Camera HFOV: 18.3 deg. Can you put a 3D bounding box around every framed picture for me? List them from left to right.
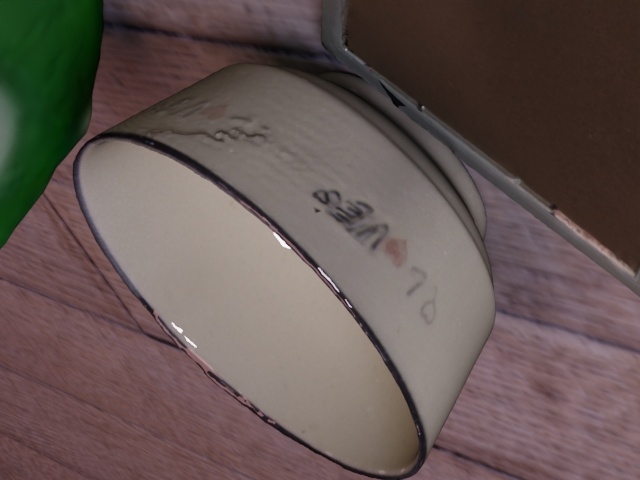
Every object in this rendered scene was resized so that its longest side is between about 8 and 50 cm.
[{"bbox_3d":[0.088,-0.094,0.842,0.216,0.016,0.273,39,159,14],"label":"framed picture"}]

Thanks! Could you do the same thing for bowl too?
[{"bbox_3d":[0.000,0.000,1.024,0.238,0.126,0.238,38,158,18],"label":"bowl"}]

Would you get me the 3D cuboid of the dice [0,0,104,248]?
[{"bbox_3d":[-0.319,-0.130,1.111,0.297,0.287,0.300,27,160,33],"label":"dice"}]
